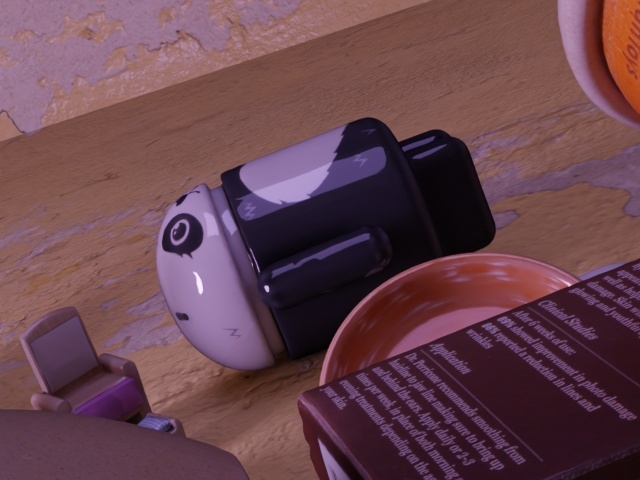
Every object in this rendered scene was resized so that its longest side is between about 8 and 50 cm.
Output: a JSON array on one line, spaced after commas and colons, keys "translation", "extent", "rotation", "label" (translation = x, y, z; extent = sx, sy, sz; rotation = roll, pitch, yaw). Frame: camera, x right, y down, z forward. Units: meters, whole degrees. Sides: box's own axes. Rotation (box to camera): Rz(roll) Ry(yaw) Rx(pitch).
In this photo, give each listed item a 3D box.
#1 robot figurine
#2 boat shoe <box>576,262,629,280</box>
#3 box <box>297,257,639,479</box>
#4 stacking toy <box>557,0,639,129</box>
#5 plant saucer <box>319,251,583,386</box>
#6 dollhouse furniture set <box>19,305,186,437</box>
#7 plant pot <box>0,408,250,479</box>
[{"translation": [-0.001, -0.002, 1.260], "extent": [0.278, 0.173, 0.209], "rotation": [-22, -26, -2], "label": "robot figurine"}, {"translation": [0.156, 0.071, 1.021], "extent": [0.226, 0.083, 0.076], "rotation": [-27, 18, -22], "label": "boat shoe"}, {"translation": [0.201, 0.097, 0.773], "extent": [0.381, 0.143, 0.191], "rotation": [-22, 19, -10], "label": "box"}, {"translation": [0.336, -0.009, 0.559], "extent": [0.350, 0.350, 0.480], "rotation": [-22, 61, -5], "label": "stacking toy"}, {"translation": [0.100, 0.097, 0.948], "extent": [0.200, 0.037, 0.200], "rotation": [-6, 53, 8], "label": "plant saucer"}, {"translation": [-0.206, 0.138, 1.044], "extent": [0.286, 0.198, 0.303], "rotation": [-32, 21, -30], "label": "dollhouse furniture set"}, {"translation": [-0.101, 0.186, 0.642], "extent": [0.191, 0.284, 0.284], "rotation": [-22, 17, -9], "label": "plant pot"}]
